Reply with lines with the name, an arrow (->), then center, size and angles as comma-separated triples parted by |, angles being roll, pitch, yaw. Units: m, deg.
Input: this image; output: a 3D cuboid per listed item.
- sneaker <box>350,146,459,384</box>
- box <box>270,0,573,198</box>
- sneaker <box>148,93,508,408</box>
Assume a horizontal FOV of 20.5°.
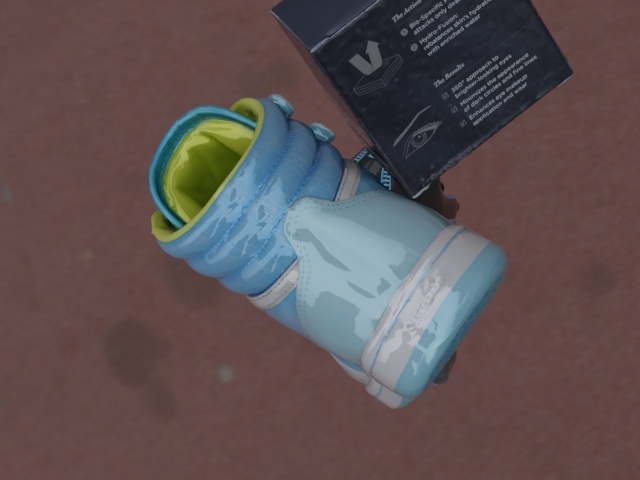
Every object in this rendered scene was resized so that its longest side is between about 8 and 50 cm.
sneaker -> 0.087, 0.020, 1.630 | 0.125, 0.139, 0.341 | 27, 159, 22
box -> 0.076, -0.147, 1.310 | 0.156, 0.158, 0.093 | -38, 34, -1
sneaker -> 0.000, 0.000, 1.074 | 0.208, 0.319, 0.127 | 33, 83, 4
